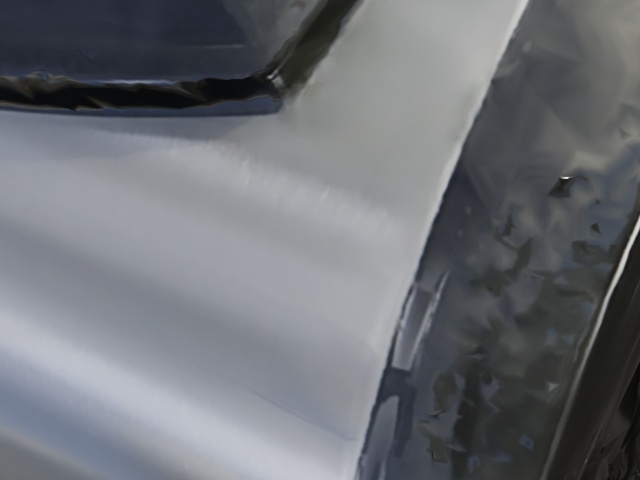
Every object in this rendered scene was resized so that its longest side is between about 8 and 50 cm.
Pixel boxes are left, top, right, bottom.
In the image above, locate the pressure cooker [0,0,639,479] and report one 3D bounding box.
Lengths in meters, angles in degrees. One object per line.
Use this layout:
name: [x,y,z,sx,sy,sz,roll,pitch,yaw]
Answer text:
pressure cooker: [-0.042,-0.065,0.625,0.420,0.370,0.375,25,117,23]
